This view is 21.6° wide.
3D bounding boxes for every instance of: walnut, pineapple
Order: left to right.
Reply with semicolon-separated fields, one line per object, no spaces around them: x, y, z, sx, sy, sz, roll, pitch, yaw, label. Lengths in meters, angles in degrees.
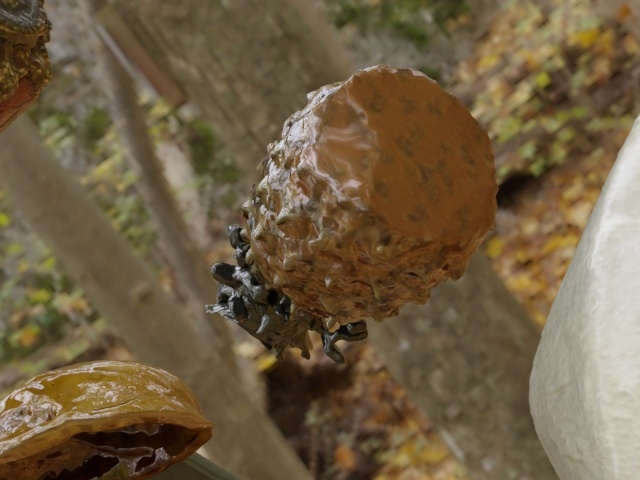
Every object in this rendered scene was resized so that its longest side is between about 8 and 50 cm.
-0.191;0.145;1.331;0.211;0.087;0.167;-20;-27;5;walnut
0.000;0.000;1.135;0.158;0.158;0.278;-33;-5;-35;pineapple

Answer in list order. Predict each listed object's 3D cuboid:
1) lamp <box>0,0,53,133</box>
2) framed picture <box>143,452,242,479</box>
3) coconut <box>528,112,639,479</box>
-0.349;-0.130;1.412;0.274;0.177;0.177;-38;-5;24;lamp
-0.132;0.330;1.500;0.022;0.247;0.335;-41;25;38;framed picture
0.193;0.042;0.579;0.265;0.237;0.237;-13;9;32;coconut
